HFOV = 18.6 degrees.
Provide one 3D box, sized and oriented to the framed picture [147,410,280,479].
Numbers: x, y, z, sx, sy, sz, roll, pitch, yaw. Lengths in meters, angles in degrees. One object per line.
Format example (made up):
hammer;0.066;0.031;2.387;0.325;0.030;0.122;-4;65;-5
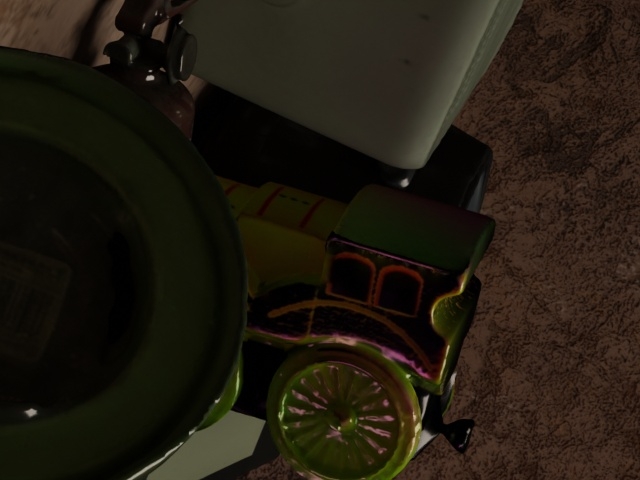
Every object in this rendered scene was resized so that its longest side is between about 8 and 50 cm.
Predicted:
framed picture;-0.144;0.149;1.325;0.347;0.016;0.265;-24;155;-28

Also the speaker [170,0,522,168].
speaker;0.057;-0.232;1.171;0.183;0.184;0.406;-55;172;-39

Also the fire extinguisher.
fire extinguisher;-0.112;-0.055;1.118;0.106;0.075;0.252;-95;-168;-64

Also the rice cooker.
rice cooker;0.000;0.000;1.502;0.267;0.225;0.267;18;90;-80

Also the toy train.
toy train;-0.056;0.026;1.024;0.100;0.296;0.160;-50;153;-66

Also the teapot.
teapot;-0.154;0.069;0.874;0.337;0.200;0.270;114;-6;-56
